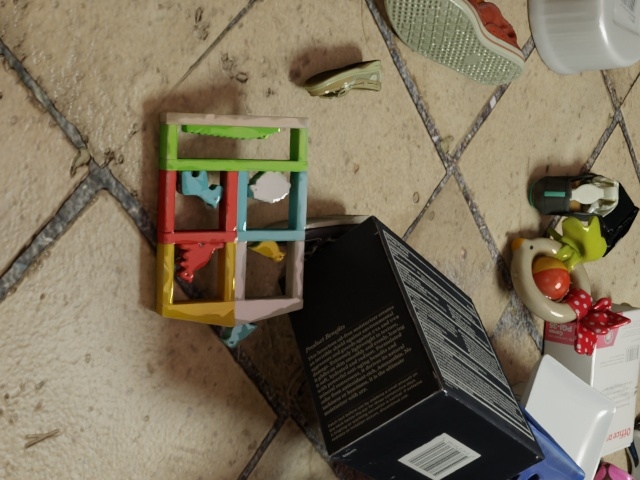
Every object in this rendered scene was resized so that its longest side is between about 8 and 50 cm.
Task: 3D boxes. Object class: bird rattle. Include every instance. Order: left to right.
[{"bbox_3d":[0.434,0.084,1.833,0.207,0.143,0.253,7,70,-24],"label":"bird rattle"}]

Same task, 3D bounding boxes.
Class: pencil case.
[{"bbox_3d":[0.602,0.576,2.140,0.209,0.098,0.095,-56,132,-26],"label":"pencil case"}]

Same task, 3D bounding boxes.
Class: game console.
[{"bbox_3d":[0.605,-0.043,2.102,0.122,0.071,0.107,-37,152,-37],"label":"game console"}]

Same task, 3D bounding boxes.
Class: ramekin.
[{"bbox_3d":[0.508,-0.441,1.836,0.277,0.135,0.277,-10,103,-47],"label":"ramekin"}]

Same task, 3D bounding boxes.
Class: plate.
[{"bbox_3d":[0.408,0.372,1.795,0.278,0.045,0.277,34,73,-39],"label":"plate"}]

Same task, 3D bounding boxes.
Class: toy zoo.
[{"bbox_3d":[-0.109,-0.010,1.259,0.192,0.030,0.293,-1,97,-27],"label":"toy zoo"}]

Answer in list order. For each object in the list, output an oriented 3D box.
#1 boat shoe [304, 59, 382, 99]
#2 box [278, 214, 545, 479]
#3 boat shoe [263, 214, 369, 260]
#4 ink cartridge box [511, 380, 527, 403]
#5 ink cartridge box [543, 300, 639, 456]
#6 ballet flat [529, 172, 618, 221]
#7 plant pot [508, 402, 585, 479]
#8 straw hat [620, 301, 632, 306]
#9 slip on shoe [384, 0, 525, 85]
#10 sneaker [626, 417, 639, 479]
[{"bbox_3d":[0.036,-0.219,1.415,0.153,0.056,0.048,-28,112,-50],"label":"boat shoe"},{"bbox_3d":[0.120,0.176,1.378,0.296,0.183,0.294,38,25,-44],"label":"box"},{"bbox_3d":[0.000,0.000,1.396,0.206,0.075,0.064,-8,100,-52],"label":"boat shoe"},{"bbox_3d":[0.350,0.358,1.836,0.191,0.082,0.139,-22,112,-44],"label":"ink cartridge box"},{"bbox_3d":[0.536,0.272,1.999,0.207,0.117,0.282,-2,98,-48],"label":"ink cartridge box"},{"bbox_3d":[0.507,-0.081,1.922,0.281,0.096,0.095,-8,95,-48],"label":"ballet flat"},{"bbox_3d":[0.229,0.326,1.568,0.212,0.236,0.236,-45,135,3],"label":"plant pot"},{"bbox_3d":[0.615,0.203,2.113,0.061,0.144,0.144,-3,101,-9],"label":"straw hat"},{"bbox_3d":[0.206,-0.339,1.550,0.331,0.123,0.101,19,60,-48],"label":"slip on shoe"},{"bbox_3d":[0.769,0.507,2.325,0.121,0.079,0.216,-32,117,-39],"label":"sneaker"}]
